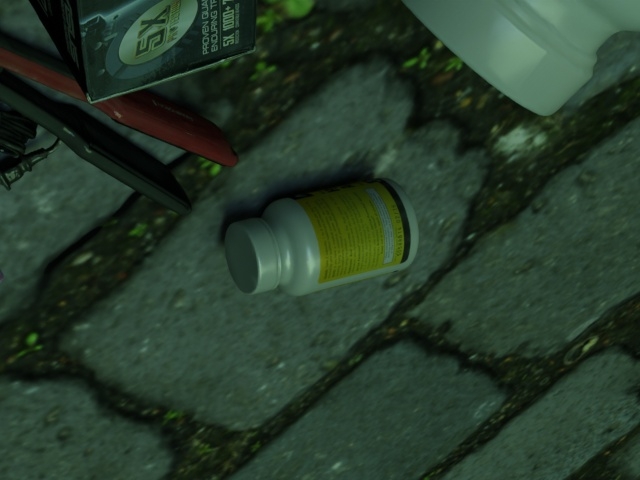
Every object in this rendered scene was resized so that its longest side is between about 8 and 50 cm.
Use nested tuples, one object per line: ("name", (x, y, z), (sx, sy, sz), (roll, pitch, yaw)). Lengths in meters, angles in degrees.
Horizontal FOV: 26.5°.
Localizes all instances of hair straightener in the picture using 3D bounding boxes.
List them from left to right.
("hair straightener", (-0.147, -0.054, 0.706), (0.089, 0.047, 0.230), (-47, 144, 18))

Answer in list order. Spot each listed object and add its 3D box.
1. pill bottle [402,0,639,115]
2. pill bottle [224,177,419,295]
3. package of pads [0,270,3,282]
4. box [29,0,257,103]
("pill bottle", (0.164, -0.206, 0.679), (0.278, 0.162, 0.162), (-47, 144, 19))
("pill bottle", (0.000, 0.000, 0.881), (0.116, 0.065, 0.065), (-14, 141, -29))
("package of pads", (-0.220, 0.016, 0.747), (0.050, 0.032, 0.083), (-42, 146, 7))
("box", (-0.088, -0.171, 0.521), (0.077, 0.147, 0.180), (-21, 145, -20))
